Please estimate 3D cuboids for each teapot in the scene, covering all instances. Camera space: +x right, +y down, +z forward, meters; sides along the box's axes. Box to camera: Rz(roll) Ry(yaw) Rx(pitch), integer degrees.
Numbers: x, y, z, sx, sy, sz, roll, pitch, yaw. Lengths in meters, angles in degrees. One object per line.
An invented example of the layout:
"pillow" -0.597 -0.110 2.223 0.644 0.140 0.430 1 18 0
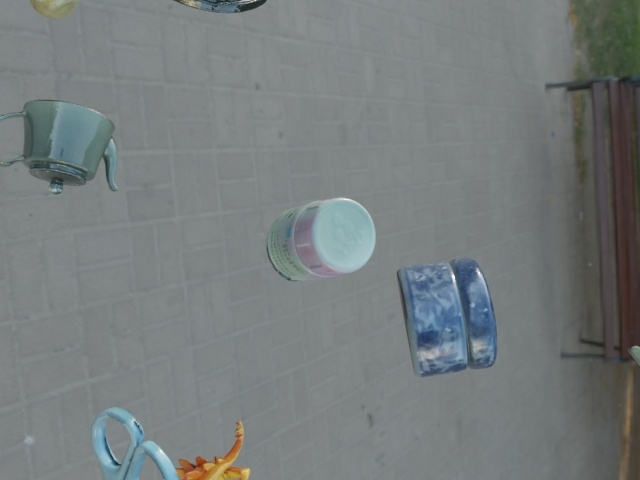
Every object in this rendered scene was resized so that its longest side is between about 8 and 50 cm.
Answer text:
"teapot" -0.473 -0.156 1.384 0.239 0.162 0.149 15 77 -33

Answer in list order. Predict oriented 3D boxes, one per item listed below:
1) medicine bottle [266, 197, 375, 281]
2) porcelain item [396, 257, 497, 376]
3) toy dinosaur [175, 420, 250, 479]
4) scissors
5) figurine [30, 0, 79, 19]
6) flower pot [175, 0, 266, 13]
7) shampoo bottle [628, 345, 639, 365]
"medicine bottle" 0.000 0.000 1.300 0.135 0.168 0.135 3 84 -29
"porcelain item" 0.165 0.098 0.999 0.147 0.114 0.147 -9 90 -86
"toy dinosaur" -0.167 0.371 1.159 0.070 0.117 0.288 -74 171 -55
"scissors" -0.066 0.087 0.240 0.006 0.036 0.083 -21 144 -52
"figurine" -0.554 -0.509 1.477 0.196 0.114 0.108 33 84 -35
"flower pot" -0.177 -0.496 1.195 0.269 0.269 0.166 -49 172 -45
"shampoo bottle" 0.355 0.048 0.687 0.204 0.065 0.065 -46 129 -17
